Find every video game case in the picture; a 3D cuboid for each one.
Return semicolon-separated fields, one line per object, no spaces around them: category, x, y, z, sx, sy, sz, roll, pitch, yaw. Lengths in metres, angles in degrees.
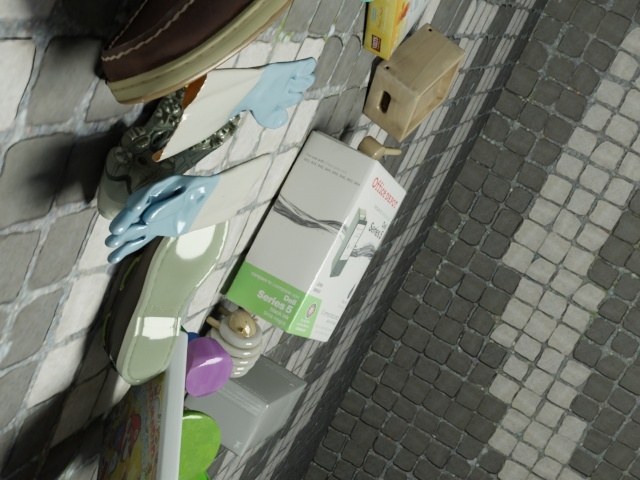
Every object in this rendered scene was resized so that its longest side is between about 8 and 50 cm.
video game case;-0.204;0.243;1.038;0.206;0.026;0.227;-52;-153;35

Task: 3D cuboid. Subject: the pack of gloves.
pack of gloves;-0.098;-0.081;0.796;0.195;0.046;0.232;-54;169;24

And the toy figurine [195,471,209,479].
toy figurine;-0.263;0.471;1.572;0.159;0.130;0.173;-50;-164;19

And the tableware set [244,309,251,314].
tableware set;-0.078;0.045;1.474;0.141;0.020;0.168;-45;160;-52

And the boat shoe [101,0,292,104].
boat shoe;-0.066;-0.243;0.691;0.123;0.123;0.342;51;60;-30

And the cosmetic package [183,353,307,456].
cosmetic package;-0.122;0.258;1.537;0.107;0.127;0.238;-61;170;4

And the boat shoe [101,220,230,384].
boat shoe;-0.169;0.038;0.993;0.081;0.069;0.227;15;105;-47

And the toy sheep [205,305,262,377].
toy sheep;-0.128;0.151;1.355;0.091;0.091;0.132;-44;160;-53

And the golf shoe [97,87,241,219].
golf shoe;-0.144;-0.081;0.864;0.176;0.069;0.086;-43;179;-45

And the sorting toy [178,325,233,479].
sorting toy;-0.218;0.258;1.205;0.127;0.126;0.365;1;119;-42

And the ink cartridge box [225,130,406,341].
ink cartridge box;0.000;0.000;1.395;0.272;0.115;0.198;-62;160;-1

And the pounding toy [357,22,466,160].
pounding toy;0.113;-0.215;1.502;0.206;0.094;0.181;-44;167;-26

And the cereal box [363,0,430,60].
cereal box;0.142;-0.388;1.300;0.240;0.047;0.173;-56;167;-21

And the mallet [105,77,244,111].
mallet;-0.115;-0.129;0.809;0.062;0.039;0.190;-60;156;1
